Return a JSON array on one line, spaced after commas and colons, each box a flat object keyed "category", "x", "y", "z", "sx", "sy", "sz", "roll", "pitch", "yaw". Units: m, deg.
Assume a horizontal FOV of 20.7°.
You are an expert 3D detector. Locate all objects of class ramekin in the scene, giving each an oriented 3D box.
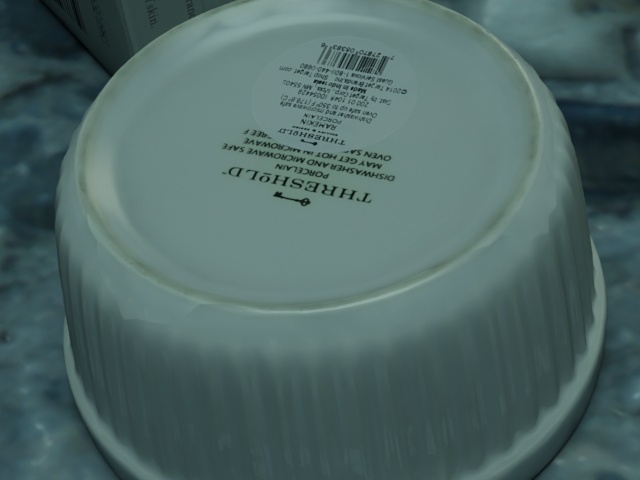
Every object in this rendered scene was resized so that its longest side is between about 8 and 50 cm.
[{"category": "ramekin", "x": 0.000, "y": 0.000, "z": 0.639, "sx": 0.207, "sy": 0.109, "sz": 0.207, "roll": -5, "pitch": 46, "yaw": 5}]

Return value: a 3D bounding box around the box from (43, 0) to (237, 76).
[{"category": "box", "x": -0.084, "y": -0.186, "z": 0.776, "sx": 0.119, "sy": 0.182, "sz": 0.181, "roll": -30, "pitch": 50, "yaw": -18}]
